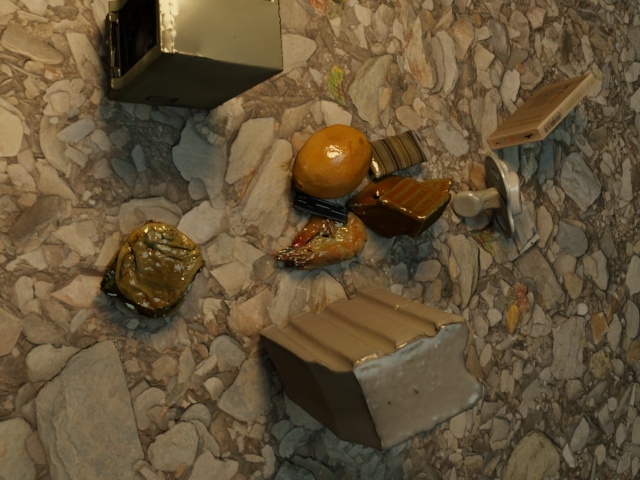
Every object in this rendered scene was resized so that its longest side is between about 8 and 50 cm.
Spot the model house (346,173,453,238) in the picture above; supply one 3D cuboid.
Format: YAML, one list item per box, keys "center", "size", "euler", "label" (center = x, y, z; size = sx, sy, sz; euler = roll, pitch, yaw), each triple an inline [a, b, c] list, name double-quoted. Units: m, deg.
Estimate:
- center: [0.257, -0.112, 1.695]
  size: [0.268, 0.239, 0.173]
  euler: [-40, 108, -27]
  label: "model house"

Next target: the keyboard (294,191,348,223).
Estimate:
- center: [0.004, -0.086, 1.637]
  size: [0.155, 0.010, 0.053]
  euler: [17, 55, -19]
  label: "keyboard"

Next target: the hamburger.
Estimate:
- center: [-0.363, 0.062, 1.362]
  size: [0.183, 0.130, 0.206]
  euler: [33, 89, -26]
  label: "hamburger"

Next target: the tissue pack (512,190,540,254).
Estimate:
- center: [0.676, -0.064, 2.096]
  size: [0.122, 0.026, 0.193]
  euler: [-35, 106, -30]
  label: "tissue pack"

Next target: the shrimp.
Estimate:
- center: [-0.001, 0.000, 1.632]
  size: [0.294, 0.062, 0.154]
  euler: [-21, 87, -35]
  label: "shrimp"

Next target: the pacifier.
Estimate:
- center: [0.510, -0.128, 1.928]
  size: [0.207, 0.227, 0.279]
  euler: [-18, 121, 0]
  label: "pacifier"

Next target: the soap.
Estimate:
- center: [0.103, 0.277, 1.427]
  size: [0.350, 0.435, 0.212]
  euler: [-19, 101, -22]
  label: "soap"

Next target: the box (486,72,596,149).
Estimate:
- center: [0.728, -0.424, 2.043]
  size: [0.365, 0.205, 0.051]
  euler: [-42, 110, -27]
  label: "box"

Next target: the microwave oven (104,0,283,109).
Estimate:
- center: [-0.273, -0.424, 1.293]
  size: [0.286, 0.355, 0.218]
  euler: [-3, 89, -33]
  label: "microwave oven"

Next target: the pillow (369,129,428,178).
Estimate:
- center: [0.209, -0.248, 1.779]
  size: [0.203, 0.038, 0.113]
  euler: [-20, 76, -31]
  label: "pillow"

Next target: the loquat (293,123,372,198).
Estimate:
- center: [0.035, -0.200, 1.583]
  size: [0.234, 0.187, 0.176]
  euler: [-36, 99, -21]
  label: "loquat"
